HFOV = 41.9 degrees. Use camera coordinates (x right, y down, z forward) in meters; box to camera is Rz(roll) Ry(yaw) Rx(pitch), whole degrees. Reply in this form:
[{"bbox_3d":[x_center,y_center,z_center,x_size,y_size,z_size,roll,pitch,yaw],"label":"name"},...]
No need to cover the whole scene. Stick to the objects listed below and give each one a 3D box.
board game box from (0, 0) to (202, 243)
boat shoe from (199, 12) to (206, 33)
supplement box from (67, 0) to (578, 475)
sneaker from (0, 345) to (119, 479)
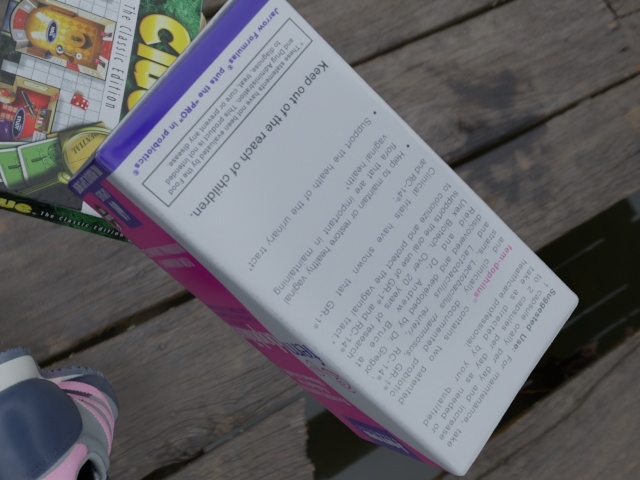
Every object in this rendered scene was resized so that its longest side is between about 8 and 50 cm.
[{"bbox_3d":[-0.156,-0.125,0.586,0.136,0.030,0.259,17,56,-26],"label":"board game box"},{"bbox_3d":[-0.193,-0.214,1.106,0.072,0.068,0.190,30,85,-45],"label":"boat shoe"},{"bbox_3d":[0.000,0.000,0.415,0.220,0.111,0.114,41,73,-15],"label":"supplement box"},{"bbox_3d":[-0.209,0.171,0.648,0.112,0.319,0.131,-32,80,-6],"label":"sneaker"}]
